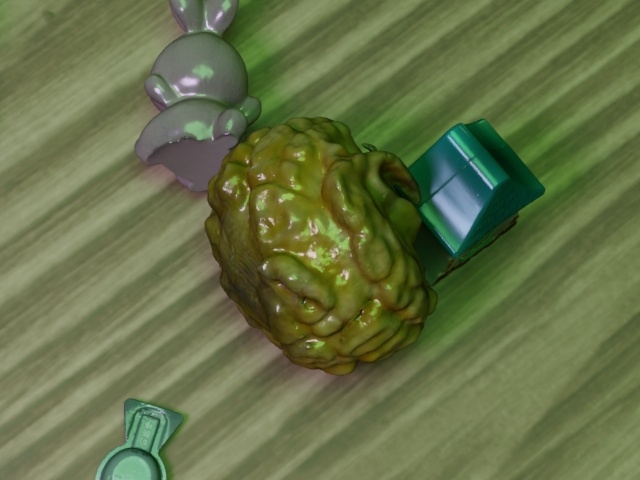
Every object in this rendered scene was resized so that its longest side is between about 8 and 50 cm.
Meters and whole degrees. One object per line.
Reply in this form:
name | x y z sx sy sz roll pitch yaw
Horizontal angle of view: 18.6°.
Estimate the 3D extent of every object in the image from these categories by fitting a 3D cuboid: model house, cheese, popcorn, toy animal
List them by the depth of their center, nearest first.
popcorn | 0.000 0.000 1.841 0.190 0.250 0.250 -35 79 -21
cheese | -0.175 0.213 1.854 0.067 0.026 0.120 18 71 -1
model house | 0.139 -0.045 1.904 0.127 0.149 0.100 -36 78 -24
toy animal | -0.118 -0.162 1.948 0.124 0.124 0.212 5 63 -5
